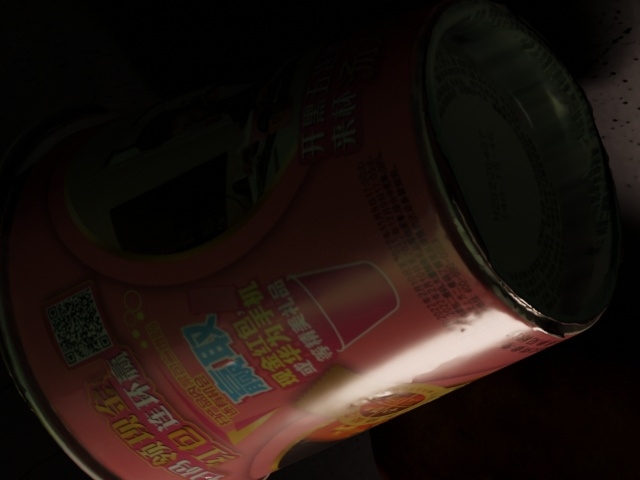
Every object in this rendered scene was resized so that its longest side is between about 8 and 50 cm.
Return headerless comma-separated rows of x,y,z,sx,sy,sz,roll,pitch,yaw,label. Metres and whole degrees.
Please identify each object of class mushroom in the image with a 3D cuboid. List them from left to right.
0.148,0.150,0.872,0.227,0.148,0.217,17,159,20,mushroom

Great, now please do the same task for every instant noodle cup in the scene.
0.000,0.000,0.694,0.255,0.244,0.244,-21,124,36,instant noodle cup
